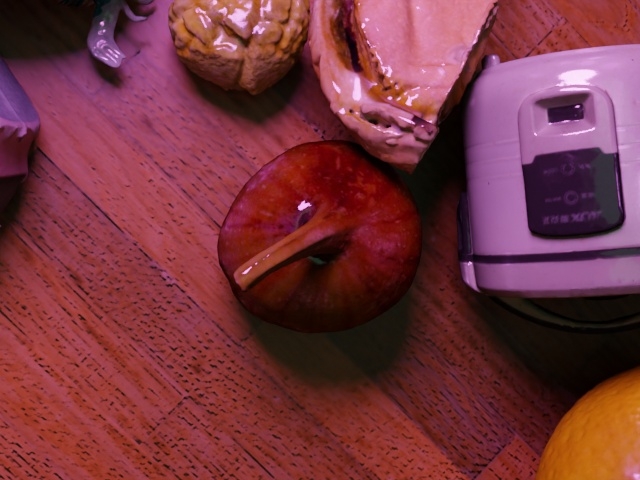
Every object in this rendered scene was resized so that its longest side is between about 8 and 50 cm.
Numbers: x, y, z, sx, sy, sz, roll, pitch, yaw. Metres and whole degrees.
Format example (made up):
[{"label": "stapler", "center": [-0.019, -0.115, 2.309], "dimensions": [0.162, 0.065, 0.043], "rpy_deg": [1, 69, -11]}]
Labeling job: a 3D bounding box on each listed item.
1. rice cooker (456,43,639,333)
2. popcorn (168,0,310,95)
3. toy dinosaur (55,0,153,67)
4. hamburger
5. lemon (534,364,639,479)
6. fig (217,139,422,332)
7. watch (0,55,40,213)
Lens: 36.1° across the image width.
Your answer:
[{"label": "rice cooker", "center": [0.226, -0.043, 0.833], "dimensions": [0.226, 0.226, 0.244], "rpy_deg": [-6, 94, -9]}, {"label": "popcorn", "center": [-0.067, -0.181, 0.843], "dimensions": [0.121, 0.116, 0.106], "rpy_deg": [-27, 138, -5]}, {"label": "toy dinosaur", "center": [-0.194, -0.244, 0.852], "dimensions": [0.106, 0.044, 0.187], "rpy_deg": [-34, 88, 3]}, {"label": "hamburger", "center": [0.054, -0.147, 0.817], "dimensions": [0.155, 0.135, 0.207], "rpy_deg": [18, 60, -2]}, {"label": "lemon", "center": [0.314, 0.223, 0.836], "dimensions": [0.268, 0.267, 0.267], "rpy_deg": [0, 91, -9]}, {"label": "fig", "center": [0.005, -0.004, 0.800], "dimensions": [0.175, 0.207, 0.175], "rpy_deg": [1, 83, -6]}, {"label": "watch", "center": [-0.365, -0.077, 0.781], "dimensions": [0.241, 0.162, 0.253], "rpy_deg": [-33, 93, 5]}]
